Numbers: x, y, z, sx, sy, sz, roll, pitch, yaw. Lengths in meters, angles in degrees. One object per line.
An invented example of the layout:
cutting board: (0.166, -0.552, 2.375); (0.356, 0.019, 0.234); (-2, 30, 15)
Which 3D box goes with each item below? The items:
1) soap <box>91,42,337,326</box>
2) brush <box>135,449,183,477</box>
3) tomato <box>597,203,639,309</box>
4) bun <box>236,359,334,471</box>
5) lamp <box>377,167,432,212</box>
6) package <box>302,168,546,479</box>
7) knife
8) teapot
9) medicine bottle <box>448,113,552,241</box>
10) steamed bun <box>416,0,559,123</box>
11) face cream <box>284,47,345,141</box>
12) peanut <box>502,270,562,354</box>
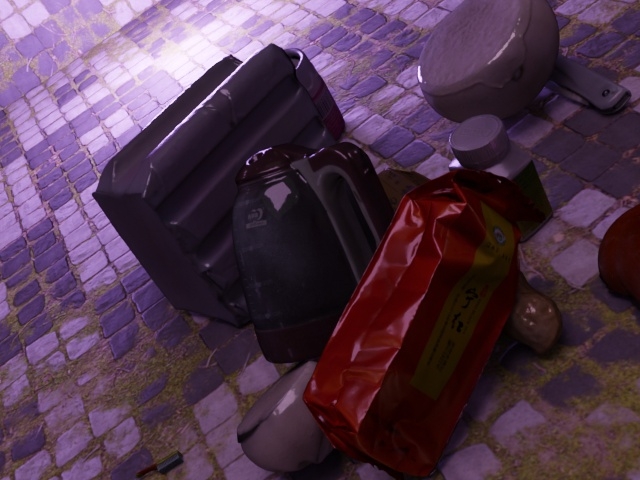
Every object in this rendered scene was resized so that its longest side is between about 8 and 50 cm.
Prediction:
soap: (-0.172, -0.113, 1.620); (0.213, 0.350, 0.435); (-1, 43, 47)
brush: (-0.259, 0.364, 1.366); (0.083, 0.019, 0.021); (-27, 45, 4)
tomato: (0.486, 0.002, 1.161); (0.199, 0.112, 0.228); (-37, 38, -10)
bun: (-0.029, 0.262, 1.224); (0.173, 0.120, 0.173); (-45, 2, 2)
lamp: (0.146, -0.033, 1.423); (0.161, 0.161, 0.185); (-39, 38, -9)
package: (0.143, 0.104, 1.134); (0.123, 0.196, 0.424); (18, 78, 47)
knife: (0.472, -0.296, 1.592); (0.073, 0.040, 0.265); (-44, 35, 2)
teapot: (0.000, 0.000, 1.277); (0.233, 0.312, 0.315); (-25, 9, -40)
medicine bottle: (0.280, -0.103, 1.372); (0.088, 0.188, 0.132); (-41, 36, -12)
steamed bun: (0.329, -0.337, 1.617); (0.283, 0.177, 0.283); (-32, 38, 29)
face cream: (-0.062, -0.293, 1.857); (0.175, 0.195, 0.175); (-21, 35, 16)
peanut: (0.268, 0.086, 1.238); (0.099, 0.099, 0.214); (-34, 40, -3)
